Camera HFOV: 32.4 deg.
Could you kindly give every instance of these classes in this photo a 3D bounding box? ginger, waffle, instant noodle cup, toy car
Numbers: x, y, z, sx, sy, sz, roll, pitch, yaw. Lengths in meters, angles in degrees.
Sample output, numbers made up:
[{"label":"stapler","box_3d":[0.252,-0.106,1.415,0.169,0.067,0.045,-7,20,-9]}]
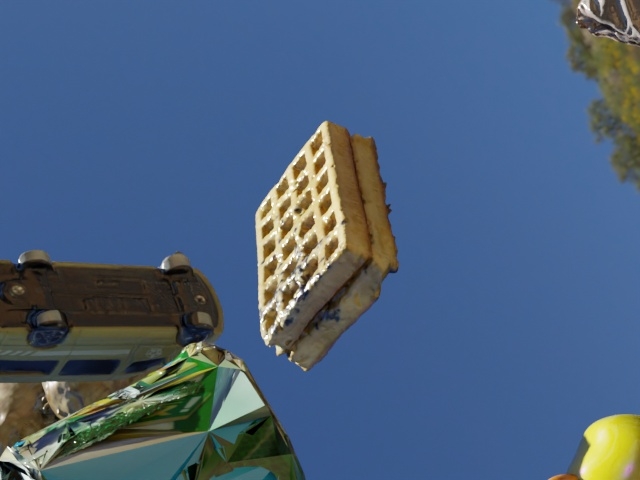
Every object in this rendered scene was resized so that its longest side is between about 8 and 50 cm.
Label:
[{"label":"ginger","box_3d":[-0.278,0.178,1.330,0.244,0.304,0.155,-19,-95,-64]},{"label":"waffle","box_3d":[0.000,0.000,0.711,0.042,0.102,0.148,27,-148,-24]},{"label":"instant noodle cup","box_3d":[-0.134,0.215,0.866,0.178,0.240,0.240,-20,-100,-31]},{"label":"toy car","box_3d":[-0.232,0.084,1.131,0.256,0.124,0.101,4,-133,-35]}]

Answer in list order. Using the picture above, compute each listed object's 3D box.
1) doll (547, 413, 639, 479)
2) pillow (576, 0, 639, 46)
[{"label":"doll","box_3d":[0.242,0.165,0.776,0.143,0.135,0.221,42,-111,-9]},{"label":"pillow","box_3d":[0.350,-0.211,0.942,0.248,0.135,0.049,23,-172,20]}]
